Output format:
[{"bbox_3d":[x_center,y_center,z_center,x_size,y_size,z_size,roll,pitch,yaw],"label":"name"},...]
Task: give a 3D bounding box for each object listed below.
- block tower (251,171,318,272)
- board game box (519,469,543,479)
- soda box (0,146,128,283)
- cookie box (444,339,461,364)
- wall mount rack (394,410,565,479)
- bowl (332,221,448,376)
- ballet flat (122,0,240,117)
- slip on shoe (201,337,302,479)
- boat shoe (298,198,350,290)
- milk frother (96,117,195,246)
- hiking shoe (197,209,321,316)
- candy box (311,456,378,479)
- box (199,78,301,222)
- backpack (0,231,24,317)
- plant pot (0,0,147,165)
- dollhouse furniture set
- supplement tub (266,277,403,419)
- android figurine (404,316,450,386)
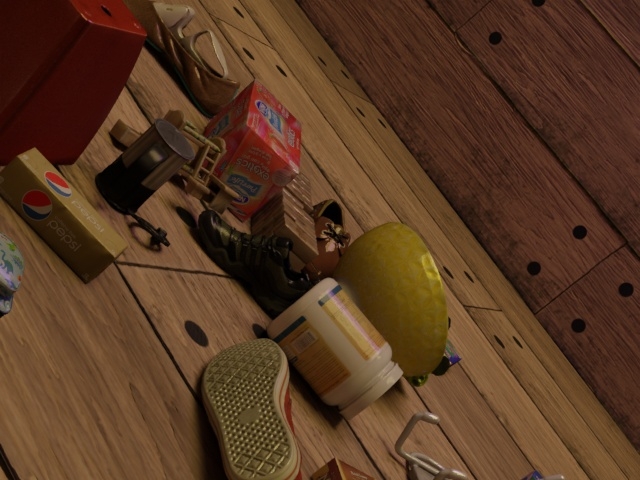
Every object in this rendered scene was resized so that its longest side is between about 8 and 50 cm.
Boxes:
[{"bbox_3d":[-0.074,-0.051,2.035,0.097,0.091,0.335,44,17,-20],"label":"block tower"},{"bbox_3d":[0.463,0.615,1.977,0.318,0.066,0.318,52,17,10],"label":"board game box"},{"bbox_3d":[-0.340,-0.033,1.363,0.181,0.058,0.061,47,16,-6],"label":"soda box"},{"bbox_3d":[0.264,0.246,2.334,0.091,0.040,0.107,53,18,12],"label":"cookie box"},{"bbox_3d":[0.279,0.419,1.696,0.304,0.130,0.350,30,11,-14],"label":"wall mount rack"},{"bbox_3d":[0.092,0.120,1.901,0.156,0.289,0.289,-11,51,-23],"label":"bowl"},{"bbox_3d":[-0.293,-0.425,2.244,0.342,0.124,0.116,51,16,7],"label":"ballet flat"},{"bbox_3d":[-0.085,0.238,1.364,0.331,0.123,0.101,-112,-172,-60],"label":"slip on shoe"},{"bbox_3d":[0.000,0.000,2.085,0.111,0.104,0.307,42,18,-23],"label":"boat shoe"},{"bbox_3d":[-0.246,-0.084,1.584,0.143,0.135,0.129,42,19,-24],"label":"milk frother"},{"bbox_3d":[-0.105,0.017,1.760,0.227,0.114,0.086,46,16,-12],"label":"hiking shoe"},{"bbox_3d":[0.075,0.395,1.491,0.187,0.053,0.109,38,20,-37],"label":"candy box"},{"bbox_3d":[-0.140,-0.183,2.056,0.142,0.154,0.300,43,19,-18],"label":"box"},{"bbox_3d":[-0.368,0.029,1.106,0.105,0.084,0.114,43,15,-29],"label":"backpack"},{"bbox_3d":[-0.405,-0.280,1.433,0.267,0.236,0.267,51,16,7],"label":"plant pot"},{"bbox_3d":[-0.230,-0.151,1.758,0.182,0.101,0.161,33,5,-45],"label":"dollhouse furniture set"},{"bbox_3d":[0.024,0.176,1.687,0.199,0.144,0.144,50,16,3],"label":"supplement tub"},{"bbox_3d":[0.164,0.153,2.011,0.056,0.248,0.273,-9,19,-23],"label":"android figurine"}]
